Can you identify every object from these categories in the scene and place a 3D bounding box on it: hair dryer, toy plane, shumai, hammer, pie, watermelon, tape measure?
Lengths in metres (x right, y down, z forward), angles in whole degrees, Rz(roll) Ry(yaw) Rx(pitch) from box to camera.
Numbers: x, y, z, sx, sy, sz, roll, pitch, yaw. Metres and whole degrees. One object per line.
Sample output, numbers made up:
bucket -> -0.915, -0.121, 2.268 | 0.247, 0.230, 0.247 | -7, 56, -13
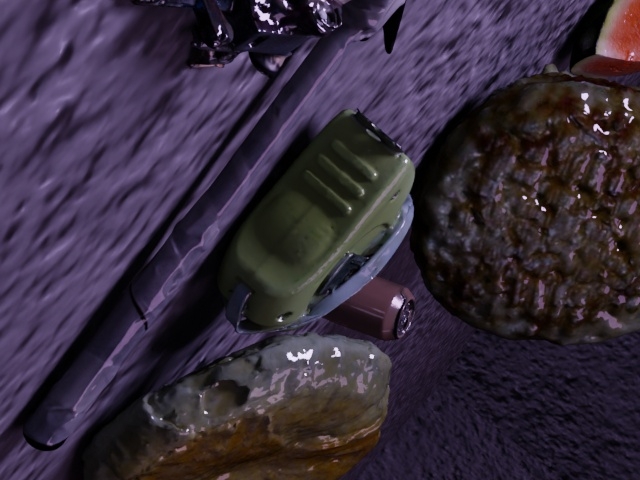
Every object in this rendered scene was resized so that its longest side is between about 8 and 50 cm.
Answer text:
hair dryer -> 0.052, 0.009, 1.423 | 0.064, 0.117, 0.181 | -28, 133, -61
toy plane -> -0.039, -0.122, 0.732 | 0.135, 0.062, 0.188 | -29, 180, 33
shumai -> 0.312, -0.087, 1.720 | 0.395, 0.395, 0.348 | -59, -168, 29
hammer -> -0.076, -0.027, 0.932 | 0.427, 0.044, 0.152 | -52, 169, 2
pie -> -0.067, 0.180, 1.217 | 0.306, 0.071, 0.306 | -19, 146, -13
watermelon -> 0.431, -0.315, 1.952 | 0.193, 0.137, 0.145 | 13, 79, -78
tape measure -> 0.000, 0.000, 1.134 | 0.200, 0.106, 0.175 | -51, 165, 1
